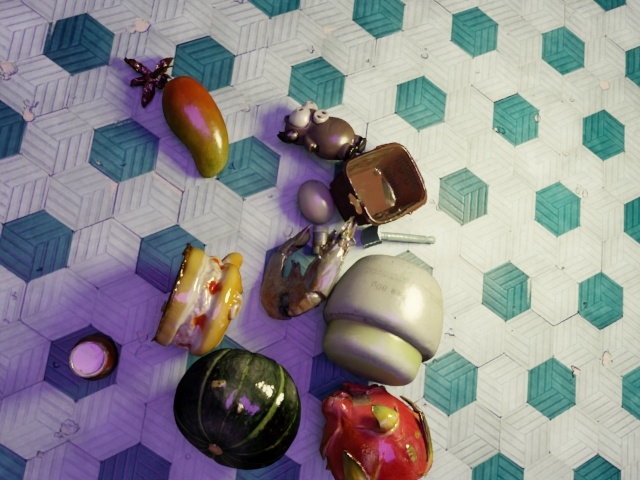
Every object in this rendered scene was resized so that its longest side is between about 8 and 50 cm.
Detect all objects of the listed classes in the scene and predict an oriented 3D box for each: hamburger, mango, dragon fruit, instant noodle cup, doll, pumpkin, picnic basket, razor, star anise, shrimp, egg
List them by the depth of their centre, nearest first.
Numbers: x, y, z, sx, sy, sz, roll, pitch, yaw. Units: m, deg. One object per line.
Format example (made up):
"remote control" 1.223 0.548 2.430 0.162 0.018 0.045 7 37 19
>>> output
"pumpkin" -0.205 0.419 1.453 0.323 0.323 0.241 27 45 -9
"instant noodle cup" -0.573 0.295 1.470 0.127 0.135 0.127 2 81 -14
"hamburger" -0.304 0.150 1.522 0.186 0.261 0.303 20 35 -16
"dragon fruit" 0.136 0.490 1.536 0.305 0.305 0.226 -11 93 -16
"shrimp" -0.034 0.060 1.612 0.360 0.247 0.085 -48 139 2
"star anise" -0.473 -0.469 1.632 0.140 0.144 0.159 -13 85 -8
"mango" -0.343 -0.327 1.649 0.146 0.129 0.289 -36 99 -19
"egg" -0.012 -0.112 1.705 0.103 0.103 0.135 -24 89 -17
"picnic basket" 0.163 -0.148 1.708 0.296 0.129 0.223 -25 88 -40
"doll" 0.001 -0.313 1.713 0.257 0.117 0.182 33 49 15
"razor" 0.248 -0.008 1.772 0.231 0.106 0.068 5 79 -23

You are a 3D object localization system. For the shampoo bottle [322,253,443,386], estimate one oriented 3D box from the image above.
"shampoo bottle" 0.171 0.208 1.583 0.322 0.322 0.318 26 69 -9

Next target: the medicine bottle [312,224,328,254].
"medicine bottle" 0.000 0.000 1.719 0.047 0.047 0.084 4 79 -14
